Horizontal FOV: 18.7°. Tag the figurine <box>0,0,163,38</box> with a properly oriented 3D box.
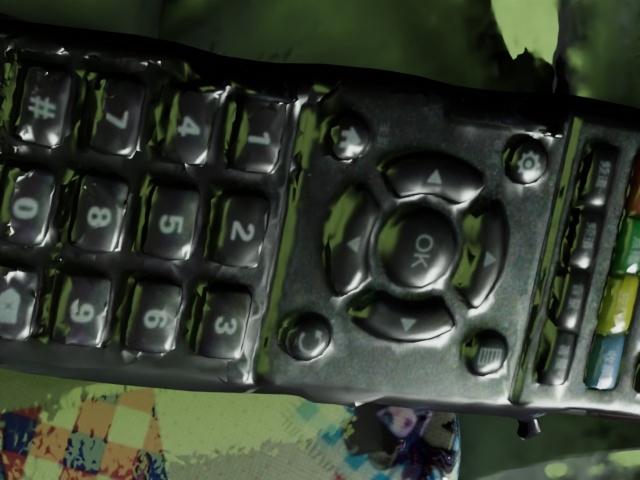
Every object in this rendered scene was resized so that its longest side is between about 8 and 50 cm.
[{"bbox_3d":[-0.206,-0.092,0.760,0.284,0.204,0.338,19,107,-1],"label":"figurine"}]

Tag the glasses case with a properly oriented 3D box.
[{"bbox_3d":[-0.103,0.095,0.843,0.327,0.076,0.125,-10,97,6],"label":"glasses case"}]

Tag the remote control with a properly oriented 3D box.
[{"bbox_3d":[0.000,0.000,0.745,0.399,0.062,0.144,7,103,-24],"label":"remote control"}]
